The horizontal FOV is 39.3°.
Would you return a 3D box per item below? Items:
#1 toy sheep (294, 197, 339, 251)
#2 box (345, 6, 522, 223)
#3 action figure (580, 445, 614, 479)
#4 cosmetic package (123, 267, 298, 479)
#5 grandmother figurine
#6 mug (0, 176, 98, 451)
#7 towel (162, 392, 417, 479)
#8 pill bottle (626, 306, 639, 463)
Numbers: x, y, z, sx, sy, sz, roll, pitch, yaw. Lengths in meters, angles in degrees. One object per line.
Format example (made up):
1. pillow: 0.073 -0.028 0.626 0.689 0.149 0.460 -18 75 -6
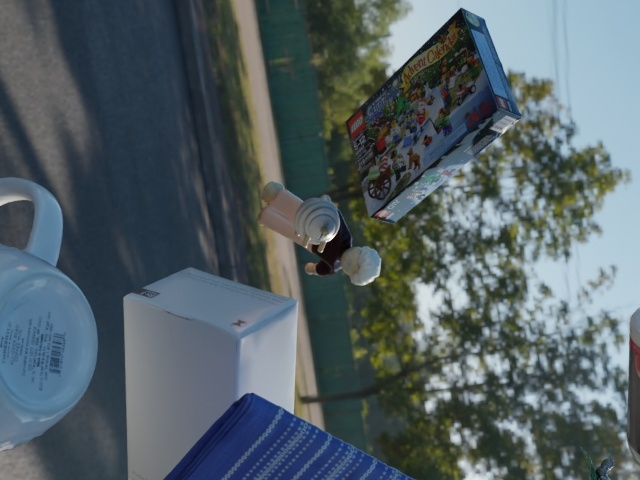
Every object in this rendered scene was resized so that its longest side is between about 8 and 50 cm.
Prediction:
1. toy sheep: -0.006 -0.032 1.616 0.132 0.091 0.091 -130 -152 -60
2. box: 0.130 -0.150 1.112 0.233 0.044 0.159 -42 -131 39
3. action figure: 0.445 0.403 1.325 0.137 0.063 0.232 55 13 -5
4. cosmetic package: -0.163 0.256 1.324 0.156 0.217 0.385 -23 124 -54
5. grandmother figurine: 0.000 0.000 2.089 0.342 0.104 0.208 32 -44 29
6. mug: -0.438 0.088 1.105 0.276 0.328 0.374 44 49 -48
7. towel: -0.031 0.335 1.114 0.336 0.243 0.040 33 18 -25
8. pill bottle: 0.571 0.263 1.399 0.176 0.176 0.319 -96 179 -68
